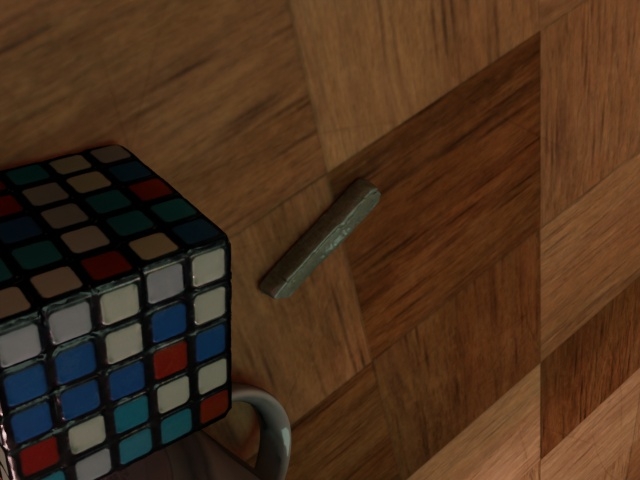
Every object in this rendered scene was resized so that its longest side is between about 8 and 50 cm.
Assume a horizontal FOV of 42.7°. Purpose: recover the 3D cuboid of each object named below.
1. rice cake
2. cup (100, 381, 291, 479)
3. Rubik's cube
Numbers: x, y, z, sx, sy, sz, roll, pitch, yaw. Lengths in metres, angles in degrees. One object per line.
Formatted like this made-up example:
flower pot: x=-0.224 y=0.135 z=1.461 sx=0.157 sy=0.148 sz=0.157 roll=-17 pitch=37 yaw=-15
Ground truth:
rice cake: x=0.000 y=0.001 z=0.889 sx=0.171 sy=0.033 sz=0.029 roll=-46 pitch=139 yaw=-9
cup: x=-0.134 y=0.285 z=0.840 sx=0.327 sy=0.236 sz=0.323 roll=54 pitch=48 yaw=-49
Rubik's cube: x=-0.189 y=0.054 z=0.631 sx=0.182 sy=0.187 sz=0.184 roll=-22 pitch=134 yaw=-32
